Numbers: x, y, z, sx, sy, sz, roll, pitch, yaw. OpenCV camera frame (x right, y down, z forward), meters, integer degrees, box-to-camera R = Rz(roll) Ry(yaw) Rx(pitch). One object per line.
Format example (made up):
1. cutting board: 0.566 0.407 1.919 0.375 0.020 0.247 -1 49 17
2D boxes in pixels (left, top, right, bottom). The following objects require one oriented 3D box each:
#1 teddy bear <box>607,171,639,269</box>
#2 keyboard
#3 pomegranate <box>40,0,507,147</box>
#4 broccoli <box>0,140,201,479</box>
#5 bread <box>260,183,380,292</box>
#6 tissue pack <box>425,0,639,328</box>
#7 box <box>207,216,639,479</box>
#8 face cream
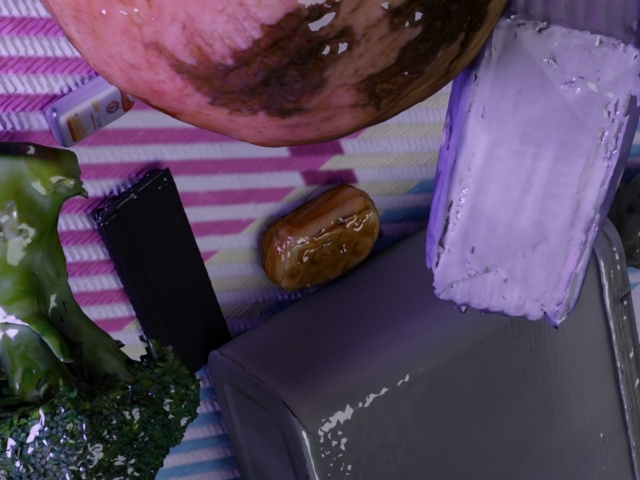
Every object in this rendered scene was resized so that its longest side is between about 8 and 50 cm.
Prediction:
1. teddy bear: 0.506 -0.005 1.677 0.357 0.367 0.224 -44 157 4
2. keyboard: -0.123 0.033 1.377 0.072 0.023 0.231 -41 144 -19
3. pomegranate: -0.028 -0.202 1.022 0.322 0.322 0.322 -26 139 -25
4. broccoli: -0.228 0.090 1.173 0.298 0.298 0.297 11 77 -49
5. bread: 0.000 0.000 1.448 0.111 0.044 0.083 -30 144 -19
6. tissue pack: 0.166 -0.136 1.267 0.343 0.125 0.242 -73 174 -53
7. box: 0.111 0.173 1.527 0.344 0.177 0.351 -28 122 -24
8. face cream: -0.153 -0.099 1.223 0.083 0.021 0.040 -34 143 -17
